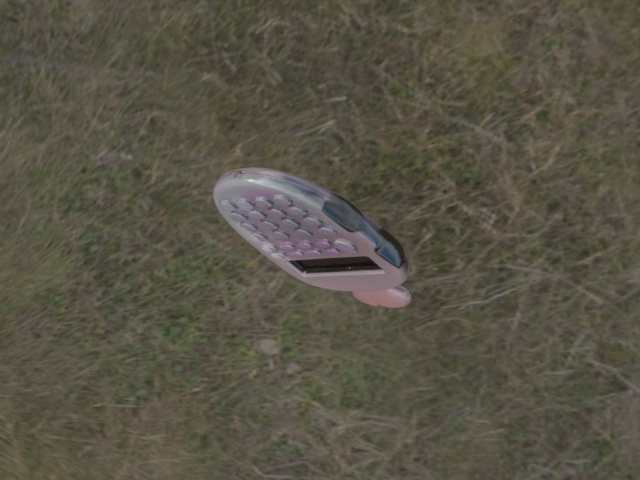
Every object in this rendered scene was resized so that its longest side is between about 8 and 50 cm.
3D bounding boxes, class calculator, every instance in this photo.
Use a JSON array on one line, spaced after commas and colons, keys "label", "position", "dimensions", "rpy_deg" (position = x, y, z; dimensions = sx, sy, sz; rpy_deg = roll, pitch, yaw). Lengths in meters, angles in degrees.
[{"label": "calculator", "position": [0.000, 0.000, 0.727], "dimensions": [0.166, 0.103, 0.024], "rpy_deg": [39, 60, -39]}]
